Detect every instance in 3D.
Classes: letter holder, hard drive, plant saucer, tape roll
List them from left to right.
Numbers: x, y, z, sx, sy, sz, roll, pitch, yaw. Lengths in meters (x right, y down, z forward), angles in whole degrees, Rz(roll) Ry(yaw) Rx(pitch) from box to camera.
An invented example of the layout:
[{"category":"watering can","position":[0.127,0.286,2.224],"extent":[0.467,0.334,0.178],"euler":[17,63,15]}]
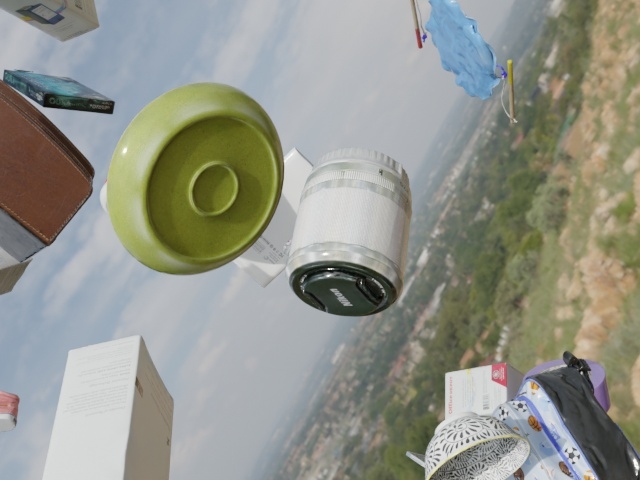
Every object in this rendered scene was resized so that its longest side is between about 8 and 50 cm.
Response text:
[{"category":"letter holder","position":[-0.478,-0.151,1.189],"extent":[0.152,0.302,0.214],"euler":[-19,34,54]},{"category":"plant saucer","position":[-0.133,-0.065,0.955],"extent":[0.240,0.037,0.241],"euler":[-17,-62,-34]},{"category":"hard drive","position":[-0.116,-0.060,2.257],"extent":[0.353,0.233,0.047],"euler":[-43,20,12]},{"category":"tape roll","position":[0.570,0.352,1.865],"extent":[0.189,0.188,0.080],"euler":[-53,-51,-65]}]

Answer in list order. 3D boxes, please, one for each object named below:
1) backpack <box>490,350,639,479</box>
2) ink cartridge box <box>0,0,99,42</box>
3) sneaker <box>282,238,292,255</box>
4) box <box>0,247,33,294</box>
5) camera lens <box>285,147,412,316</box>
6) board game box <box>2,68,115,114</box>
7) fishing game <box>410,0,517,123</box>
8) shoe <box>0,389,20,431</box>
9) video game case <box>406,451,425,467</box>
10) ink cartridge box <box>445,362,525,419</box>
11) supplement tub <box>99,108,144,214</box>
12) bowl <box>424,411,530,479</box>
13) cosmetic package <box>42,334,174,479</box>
[{"category":"backpack","position":[0.398,0.382,1.381],"extent":[0.263,0.213,0.277],"euler":[95,159,-49]},{"category":"ink cartridge box","position":[-0.514,-0.480,1.471],"extent":[0.212,0.093,0.154],"euler":[19,-124,-71]},{"category":"sneaker","position":[0.000,0.000,1.822],"extent":[0.170,0.075,0.063],"euler":[-35,-16,-17]},{"category":"box","position":[-0.708,0.009,1.643],"extent":[0.114,0.203,0.103],"euler":[-47,-11,28]},{"category":"camera lens","position":[0.058,-0.009,1.528],"extent":[0.219,0.219,0.274],"euler":[114,168,-57]},{"category":"board game box","position":[-0.455,-0.259,1.394],"extent":[0.126,0.186,0.026],"euler":[-1,-68,-42]},{"category":"fishing game","position":[0.230,-0.313,1.284],"extent":[0.041,0.264,0.189],"euler":[-33,-40,-9]},{"category":"shoe","position":[-0.761,0.379,1.783],"extent":[0.081,0.177,0.064],"euler":[-101,16,-50]},{"category":"video game case","position":[0.267,0.533,1.916],"extent":[0.122,0.087,0.011],"euler":[7,79,71]},{"category":"ink cartridge box","position":[0.419,0.399,2.028],"extent":[0.176,0.127,0.128],"euler":[-16,54,36]},{"category":"supplement tub","position":[-0.414,-0.176,1.986],"extent":[0.191,0.191,0.272],"euler":[114,171,-57]},{"category":"bowl","position":[0.223,0.312,1.217],"extent":[0.170,0.170,0.080],"euler":[-63,36,37]},{"category":"cosmetic package","position":[-0.374,0.385,1.452],"extent":[0.385,0.156,0.217],"euler":[-102,-3,-51]}]
